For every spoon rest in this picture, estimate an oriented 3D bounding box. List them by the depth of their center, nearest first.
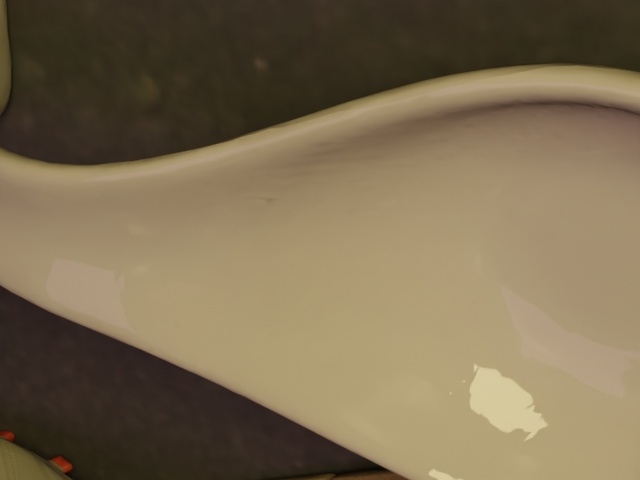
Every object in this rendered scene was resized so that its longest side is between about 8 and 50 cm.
[{"bbox_3d":[0.000,0.000,0.392,0.276,0.084,0.137,19,128,21],"label":"spoon rest"}]

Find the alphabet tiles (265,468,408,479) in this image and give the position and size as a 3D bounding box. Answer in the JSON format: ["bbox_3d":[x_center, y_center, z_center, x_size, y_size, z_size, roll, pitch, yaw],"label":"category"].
[{"bbox_3d":[0.058,0.181,0.492,0.198,0.009,0.237,-12,101,38],"label":"alphabet tiles"}]

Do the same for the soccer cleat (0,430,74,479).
[{"bbox_3d":[-0.101,0.112,0.523,0.196,0.076,0.068,10,115,33],"label":"soccer cleat"}]
